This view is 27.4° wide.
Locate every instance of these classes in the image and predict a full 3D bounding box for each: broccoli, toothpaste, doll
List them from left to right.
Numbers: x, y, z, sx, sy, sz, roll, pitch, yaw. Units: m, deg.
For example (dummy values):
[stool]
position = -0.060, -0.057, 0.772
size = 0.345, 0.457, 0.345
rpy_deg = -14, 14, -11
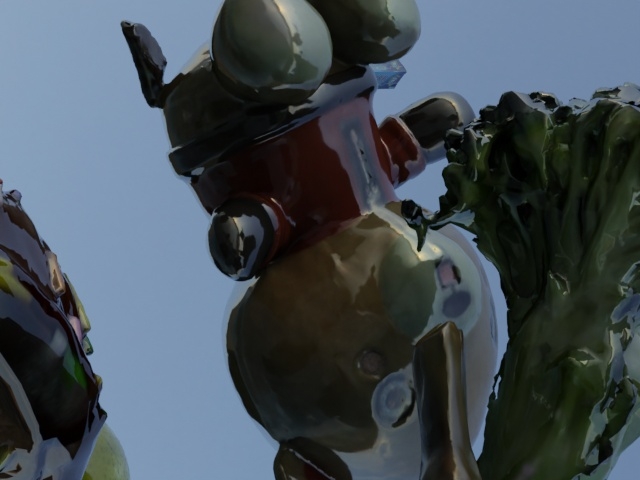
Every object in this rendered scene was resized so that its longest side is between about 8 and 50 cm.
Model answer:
[doll]
position = 0.000, 0.000, 0.805
size = 0.174, 0.235, 0.330
rpy_deg = -14, -81, 37
[toothpaste]
position = 0.030, -0.126, 0.995
size = 0.020, 0.083, 0.017
rpy_deg = -51, -119, 36
[broccoli]
position = 0.119, 0.067, 0.654
size = 0.165, 0.145, 0.304
rpy_deg = 12, -102, 34

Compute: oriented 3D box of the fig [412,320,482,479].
[fig]
position = 0.083, 0.193, 0.508
size = 0.286, 0.286, 0.369
rpy_deg = -36, -140, 36

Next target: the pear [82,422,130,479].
[pear]
position = -0.233, 0.179, 0.942
size = 0.198, 0.198, 0.198
rpy_deg = -13, -108, 45

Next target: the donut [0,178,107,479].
[donut]
position = -0.192, 0.037, 0.486
size = 0.216, 0.230, 0.096
rpy_deg = -28, -142, 19
